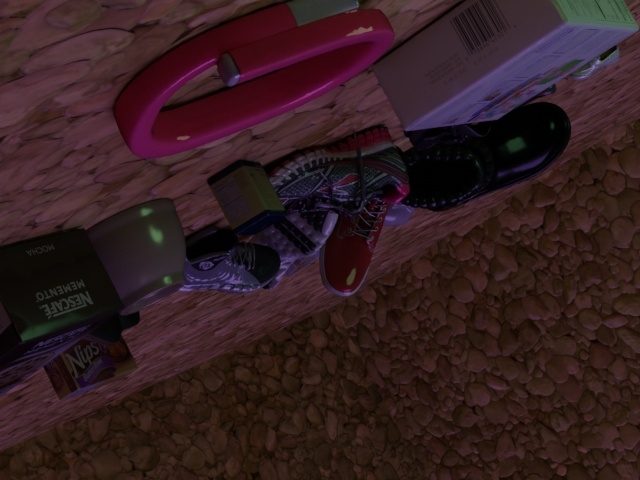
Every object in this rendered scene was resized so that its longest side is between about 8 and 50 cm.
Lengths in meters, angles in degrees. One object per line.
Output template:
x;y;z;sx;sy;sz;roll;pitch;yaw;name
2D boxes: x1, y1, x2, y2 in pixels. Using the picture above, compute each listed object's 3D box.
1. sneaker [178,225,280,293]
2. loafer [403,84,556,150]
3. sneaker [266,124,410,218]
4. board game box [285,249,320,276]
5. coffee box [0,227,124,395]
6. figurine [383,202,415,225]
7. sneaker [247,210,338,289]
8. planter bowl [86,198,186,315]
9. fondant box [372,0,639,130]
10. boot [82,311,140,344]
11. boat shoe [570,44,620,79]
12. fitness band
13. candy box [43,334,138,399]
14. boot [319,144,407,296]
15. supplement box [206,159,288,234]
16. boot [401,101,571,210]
-0.140;0.026;1.934;0.228;0.086;0.132;-7;156;-36;sneaker
0.236;-0.198;1.813;0.109;0.095;0.302;-22;171;-39;loafer
0.011;-0.077;1.761;0.299;0.112;0.121;-23;171;-32;sneaker
0.000;0.000;2.212;0.103;0.026;0.154;-33;171;-45;board game box
-0.407;0.113;1.493;0.297;0.119;0.168;-33;170;38;coffee box
0.051;-0.032;2.356;0.209;0.092;0.215;-14;164;-48;figurine
-0.044;-0.021;2.062;0.118;0.110;0.292;-44;-178;-33;sneaker
-0.242;0.031;1.579;0.162;0.109;0.162;-28;173;-4;planter bowl
0.243;-0.245;1.524;0.238;0.096;0.330;-32;171;28;fondant box
-0.359;0.113;1.773;0.115;0.112;0.305;-18;176;4;boot
0.495;-0.325;2.167;0.100;0.035;0.035;-24;145;-2;boat shoe
-0.060;-0.158;1.163;0.291;0.054;0.209;-23;171;-28;fitness band
-0.424;0.214;2.185;0.053;0.109;0.186;-32;171;25;candy box
0.074;-0.036;1.998;0.176;0.088;0.244;134;-25;-65;boot
-0.097;-0.056;1.606;0.056;0.083;0.083;-30;173;14;supplement box
0.305;-0.155;2.235;0.348;0.131;0.260;-32;170;10;boot
